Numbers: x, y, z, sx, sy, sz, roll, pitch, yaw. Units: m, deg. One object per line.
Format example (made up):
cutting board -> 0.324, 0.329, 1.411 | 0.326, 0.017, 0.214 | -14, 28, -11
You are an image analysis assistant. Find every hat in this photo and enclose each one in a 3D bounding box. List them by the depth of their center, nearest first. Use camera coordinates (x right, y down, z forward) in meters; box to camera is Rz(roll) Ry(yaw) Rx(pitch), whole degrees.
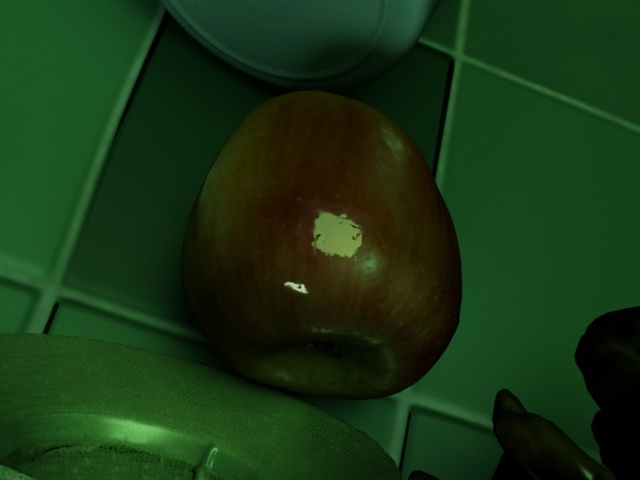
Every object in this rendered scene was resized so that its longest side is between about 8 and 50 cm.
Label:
hat -> -0.096, 0.145, 0.438 | 0.257, 0.257, 0.130 | 14, 93, -13

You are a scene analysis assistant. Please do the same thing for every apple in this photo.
apple -> 0.000, 0.000, 0.541 | 0.199, 0.199, 0.199 | 8, 62, -16

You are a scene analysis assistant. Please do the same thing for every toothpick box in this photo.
toothpick box -> 0.038, -0.301, 0.676 | 0.263, 0.263, 0.354 | 32, 58, -2

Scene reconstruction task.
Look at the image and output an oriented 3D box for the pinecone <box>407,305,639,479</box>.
pinecone -> 0.240, 0.201, 0.374 | 0.398, 0.397, 0.397 | 8, 62, -16
